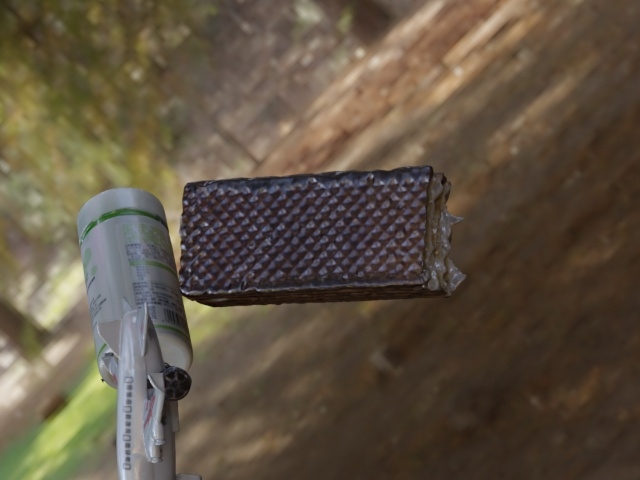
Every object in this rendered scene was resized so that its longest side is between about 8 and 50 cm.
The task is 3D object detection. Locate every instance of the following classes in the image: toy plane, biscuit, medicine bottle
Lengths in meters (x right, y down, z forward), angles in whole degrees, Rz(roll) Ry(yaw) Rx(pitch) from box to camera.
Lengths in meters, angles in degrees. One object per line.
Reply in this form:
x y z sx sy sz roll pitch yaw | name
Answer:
-0.131 0.129 1.366 0.065 0.171 0.162 -14 6 -18 | toy plane
0.000 0.000 1.554 0.252 0.106 0.070 -2 -13 22 | biscuit
-0.170 0.045 1.641 0.086 0.086 0.183 -43 41 28 | medicine bottle
